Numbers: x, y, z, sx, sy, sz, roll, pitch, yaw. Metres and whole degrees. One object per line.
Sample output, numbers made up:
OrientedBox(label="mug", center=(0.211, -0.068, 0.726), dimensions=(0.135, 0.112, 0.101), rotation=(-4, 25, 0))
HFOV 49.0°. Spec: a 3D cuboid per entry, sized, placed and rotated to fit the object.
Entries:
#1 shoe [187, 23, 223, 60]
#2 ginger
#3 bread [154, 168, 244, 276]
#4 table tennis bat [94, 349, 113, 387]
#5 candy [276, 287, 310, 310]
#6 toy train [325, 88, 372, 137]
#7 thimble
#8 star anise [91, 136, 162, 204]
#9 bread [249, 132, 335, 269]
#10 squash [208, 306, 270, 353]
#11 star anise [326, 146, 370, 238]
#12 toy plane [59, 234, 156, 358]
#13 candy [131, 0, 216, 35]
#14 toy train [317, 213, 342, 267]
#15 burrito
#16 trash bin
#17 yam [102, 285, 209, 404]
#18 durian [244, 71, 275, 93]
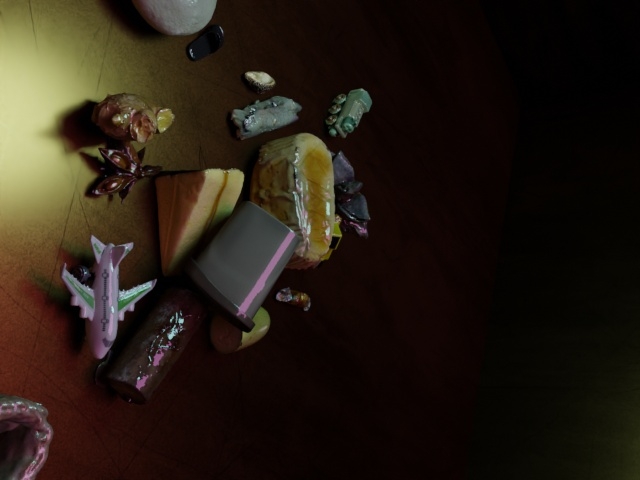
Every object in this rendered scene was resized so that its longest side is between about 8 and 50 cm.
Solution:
OrientedBox(label="shoe", center=(-0.288, -0.521, 1.847), dimensions=(0.159, 0.053, 0.062), rotation=(-53, 127, -41))
OrientedBox(label="ginger", center=(-0.413, -0.265, 1.530), dimensions=(0.216, 0.157, 0.102), rotation=(-67, 176, -74))
OrientedBox(label="bread", center=(-0.285, -0.045, 1.718), dimensions=(0.168, 0.163, 0.263), rotation=(-8, 95, -58))
OrientedBox(label="table tennis bat", center=(-0.472, 0.283, 1.546), dimensions=(0.050, 0.007, 0.083), rotation=(35, 61, -52))
OrientedBox(label="candy", center=(-0.071, 0.178, 2.141), dimensions=(0.182, 0.047, 0.053), rotation=(25, 69, -56))
OrientedBox(label="toy train", center=(0.092, -0.427, 2.364), dimensions=(0.080, 0.125, 0.193), rotation=(51, 47, -38))
OrientedBox(label="thimble", center=(-0.596, 0.372, 1.222), dimensions=(0.229, 0.148, 0.195), rotation=(-14, 100, -55))
OrientedBox(label="star anise", center=(-0.444, -0.176, 1.578), dimensions=(0.212, 0.054, 0.156), rotation=(-50, 129, -44))
OrientedBox(label="bread", center=(-0.083, -0.115, 2.005), dimensions=(0.236, 0.183, 0.388), rotation=(19, 67, -46))
OrientedBox(label="squash", center=(-0.205, 0.227, 1.876), dimensions=(0.187, 0.123, 0.122), rotation=(-12, 98, -61))
OrientedBox(label="star anise", center=(0.060, -0.150, 2.204), dimensions=(0.118, 0.332, 0.331), rotation=(-25, 114, -16))
OrientedBox(label="toy plane", center=(-0.462, 0.121, 1.490), dimensions=(0.251, 0.101, 0.255), rotation=(16, 78, -56))
OrientedBox(label="candy", center=(-0.347, -0.625, 1.642), dimensions=(0.296, 0.185, 0.295), rotation=(22, 65, -58))
OrientedBox(label="toy train", center=(0.000, 0.000, 2.143), dimensions=(0.089, 0.219, 0.127), rotation=(10, 34, -23))
OrientedBox(label="burrito", center=(-0.150, -0.363, 2.037), dimensions=(0.309, 0.066, 0.096), rotation=(-31, 119, -53))
OrientedBox(label="trash bin", center=(-0.188, 0.058, 1.700), dimensions=(0.219, 0.220, 0.250), rotation=(36, 75, -4))
OrientedBox(label="yam", center=(-0.372, 0.236, 1.595), dimensions=(0.279, 0.131, 0.131), rotation=(-60, 135, -38))
OrientedBox(label="durian", center=(-0.169, -0.459, 2.026), dimensions=(0.130, 0.052, 0.066), rotation=(-17, 100, -56))
